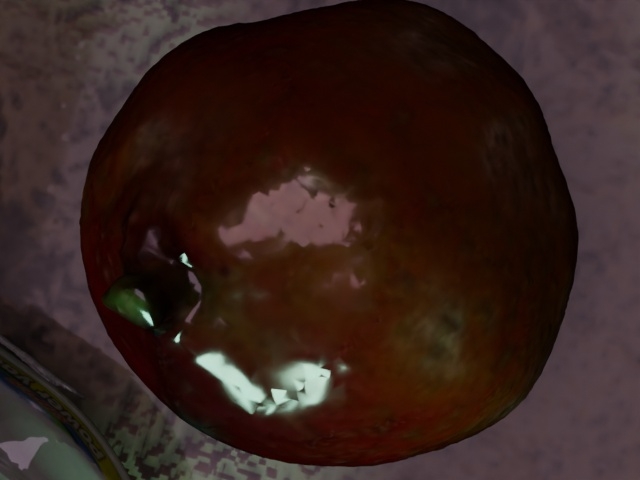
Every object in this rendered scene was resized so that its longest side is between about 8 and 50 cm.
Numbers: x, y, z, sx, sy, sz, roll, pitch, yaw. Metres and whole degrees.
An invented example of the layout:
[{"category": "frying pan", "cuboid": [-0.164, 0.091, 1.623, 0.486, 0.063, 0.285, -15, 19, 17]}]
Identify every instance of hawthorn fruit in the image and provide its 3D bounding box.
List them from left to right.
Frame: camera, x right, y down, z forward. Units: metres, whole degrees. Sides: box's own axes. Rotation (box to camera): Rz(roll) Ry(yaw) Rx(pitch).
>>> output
[{"category": "hawthorn fruit", "cuboid": [0.000, 0.000, 0.649, 0.169, 0.188, 0.169, 5, 101, 26]}]

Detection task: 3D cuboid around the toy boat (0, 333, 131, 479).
[{"category": "toy boat", "cuboid": [-0.190, 0.072, 0.706, 0.269, 0.141, 0.141, 33, 95, 19]}]
